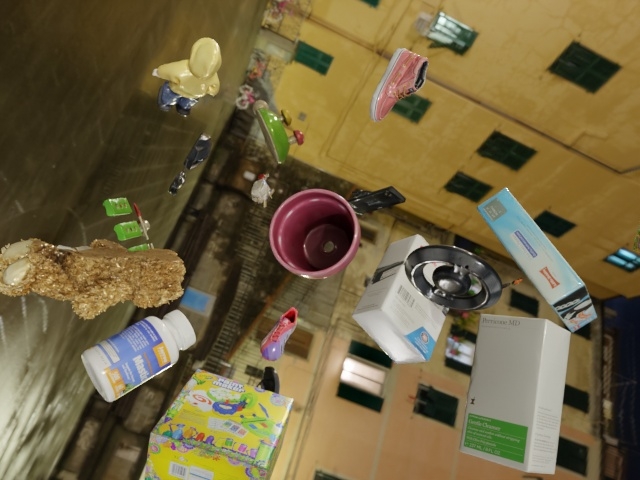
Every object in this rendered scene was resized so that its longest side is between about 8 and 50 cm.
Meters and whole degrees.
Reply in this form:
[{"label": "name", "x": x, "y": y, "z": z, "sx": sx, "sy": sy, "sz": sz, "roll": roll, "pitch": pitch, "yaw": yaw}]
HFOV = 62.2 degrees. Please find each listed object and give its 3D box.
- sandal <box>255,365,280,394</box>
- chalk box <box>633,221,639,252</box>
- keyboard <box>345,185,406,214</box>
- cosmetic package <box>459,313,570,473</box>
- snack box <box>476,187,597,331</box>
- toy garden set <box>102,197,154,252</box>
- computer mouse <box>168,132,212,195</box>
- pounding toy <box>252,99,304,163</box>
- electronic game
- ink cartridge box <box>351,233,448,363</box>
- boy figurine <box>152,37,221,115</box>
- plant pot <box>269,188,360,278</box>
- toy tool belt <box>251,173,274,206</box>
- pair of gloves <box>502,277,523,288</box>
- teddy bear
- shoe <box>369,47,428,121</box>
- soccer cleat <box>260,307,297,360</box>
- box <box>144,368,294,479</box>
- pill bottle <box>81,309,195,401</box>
[{"label": "sandal", "x": -0.187, "y": 0.530, "z": 1.700, "sx": 0.097, "sy": 0.054, "sz": 0.254, "roll": -13, "pitch": -118, "yaw": 55}, {"label": "chalk box", "x": 0.893, "y": -0.016, "z": 1.350, "sx": 0.213, "sy": 0.132, "sz": 0.132, "roll": -16, "pitch": 116, "yaw": -71}, {"label": "keyboard", "x": 0.145, "y": -0.122, "z": 1.529, "sx": 0.180, "sy": 0.108, "sz": 0.023, "roll": -15, "pitch": -124, "yaw": 43}, {"label": "cosmetic package", "x": 0.507, "y": 0.388, "z": 1.378, "sx": 0.197, "sy": 0.155, "sz": 0.365, "roll": -5, "pitch": -111, "yaw": 48}, {"label": "snack box", "x": 0.377, "y": 0.046, "z": 0.904, "sx": 0.060, "sy": 0.322, "sz": 0.187, "roll": -37, "pitch": -121, "yaw": 15}, {"label": "toy garden set", "x": -0.504, "y": 0.006, "z": 1.449, "sx": 0.049, "sy": 0.244, "sz": 0.204, "roll": -22, "pitch": -175, "yaw": 5}, {"label": "computer mouse", "x": -0.277, "y": -0.164, "z": 1.155, "sx": 0.071, "sy": 0.041, "sz": 0.242, "roll": -47, "pitch": -160, "yaw": 33}, {"label": "pounding toy", "x": -0.127, "y": -0.357, "z": 1.695, "sx": 0.237, "sy": 0.110, "sz": 0.183, "roll": -123, "pitch": -169, "yaw": -56}, {"label": "electronic game", "x": 0.307, "y": 0.090, "z": 1.239, "sx": 0.048, "sy": 0.229, "sz": 0.229, "roll": -60, "pitch": -175, "yaw": -32}, {"label": "ink cartridge box", "x": 0.330, "y": 0.218, "z": 1.998, "sx": 0.166, "sy": 0.285, "sz": 0.395, "roll": -21, "pitch": -153, "yaw": 47}, {"label": "boy figurine", "x": -0.349, "y": -0.430, "z": 1.402, "sx": 0.285, "sy": 0.177, "sz": 0.092, "roll": -27, "pitch": -120, "yaw": 54}, {"label": "plant pot", "x": 0.000, "y": 0.000, "z": 1.246, "sx": 0.180, "sy": 0.201, "sz": 0.201, "roll": 50, "pitch": 61, "yaw": -72}, {"label": "toy tool belt", "x": -0.137, "y": -0.118, "z": 1.270, "sx": 0.052, "sy": 0.051, "sz": 0.083, "roll": -17, "pitch": -148, "yaw": 17}, {"label": "pair of gloves", "x": 0.663, "y": 0.151, "z": 1.851, "sx": 0.074, "sy": 0.083, "sz": 0.010, "roll": 77, "pitch": -7, "yaw": -69}, {"label": "teddy bear", "x": -0.439, "y": 0.072, "z": 1.024, "sx": 0.245, "sy": 0.338, "sz": 0.113, "roll": 24, "pitch": -74, "yaw": 40}, {"label": "shoe", "x": 0.183, "y": -0.353, "z": 1.240, "sx": 0.063, "sy": 0.081, "sz": 0.178, "roll": 2, "pitch": 116, "yaw": -56}, {"label": "soccer cleat", "x": -0.138, "y": 0.317, "z": 1.804, "sx": 0.248, "sy": 0.083, "sz": 0.095, "roll": -52, "pitch": 164, "yaw": -65}, {"label": "box", "x": -0.251, "y": 0.516, "z": 1.376, "sx": 0.279, "sy": 0.290, "sz": 0.177, "roll": -59, "pitch": 164, "yaw": -68}, {"label": "pill bottle", "x": -0.484, "y": 0.301, "z": 1.442, "sx": 0.272, "sy": 0.152, "sz": 0.152, "roll": -29, "pitch": 167, "yaw": -33}]
